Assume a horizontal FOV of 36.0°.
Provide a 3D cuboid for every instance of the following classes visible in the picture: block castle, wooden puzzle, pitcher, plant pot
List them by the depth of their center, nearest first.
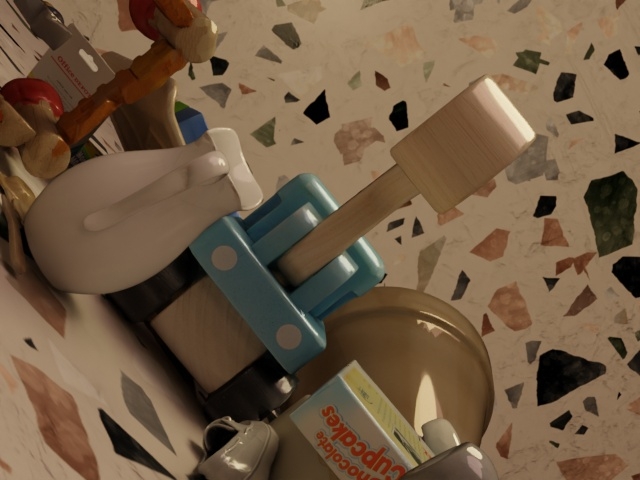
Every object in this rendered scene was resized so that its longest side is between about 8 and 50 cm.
[{"bbox_3d":[-0.168,-0.030,0.899,0.178,0.207,0.125,4,63,-86],"label":"pitcher"},{"bbox_3d":[-0.350,-0.315,1.056,0.453,0.303,0.213,52,-2,-37],"label":"block castle"},{"bbox_3d":[0.094,0.266,1.369,0.323,0.323,0.280,51,16,-18],"label":"plant pot"},{"bbox_3d":[-0.202,-0.089,1.407,0.322,0.080,0.348,32,-39,56],"label":"wooden puzzle"}]

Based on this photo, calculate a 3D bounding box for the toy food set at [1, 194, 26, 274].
[{"bbox_3d":[-0.314,-0.057,0.823,0.192,0.038,0.132,65,-3,-37],"label":"toy food set"}]

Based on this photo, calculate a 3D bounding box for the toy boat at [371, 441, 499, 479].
[{"bbox_3d":[0.058,0.255,0.558,0.267,0.148,0.318,50,19,-31],"label":"toy boat"}]

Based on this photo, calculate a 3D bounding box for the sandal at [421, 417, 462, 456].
[{"bbox_3d":[0.166,0.416,1.125,0.169,0.102,0.416,58,17,-70],"label":"sandal"}]

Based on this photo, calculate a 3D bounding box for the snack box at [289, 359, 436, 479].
[{"bbox_3d":[0.065,0.207,0.935,0.187,0.060,0.322,50,0,7],"label":"snack box"}]

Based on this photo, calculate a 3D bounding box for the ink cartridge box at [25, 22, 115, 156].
[{"bbox_3d":[-0.330,-0.198,1.310,0.104,0.181,0.061,51,31,1],"label":"ink cartridge box"}]

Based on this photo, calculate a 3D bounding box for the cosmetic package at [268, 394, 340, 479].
[{"bbox_3d":[0.014,0.281,0.932,0.160,0.113,0.309,50,1,-14],"label":"cosmetic package"}]

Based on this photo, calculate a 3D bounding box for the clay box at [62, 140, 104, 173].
[{"bbox_3d":[-0.312,-0.070,1.410,0.127,0.053,0.222,51,-1,-44],"label":"clay box"}]

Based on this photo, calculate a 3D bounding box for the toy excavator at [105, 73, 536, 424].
[{"bbox_3d":[0.000,0.000,1.088,0.222,0.445,0.433,50,0,-1],"label":"toy excavator"}]

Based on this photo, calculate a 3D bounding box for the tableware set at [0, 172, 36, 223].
[{"bbox_3d":[-0.322,-0.059,0.977,0.168,0.020,0.141,53,-1,-32],"label":"tableware set"}]

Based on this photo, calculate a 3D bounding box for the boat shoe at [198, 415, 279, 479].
[{"bbox_3d":[-0.087,0.203,0.953,0.063,0.066,0.184,52,9,-5],"label":"boat shoe"}]
